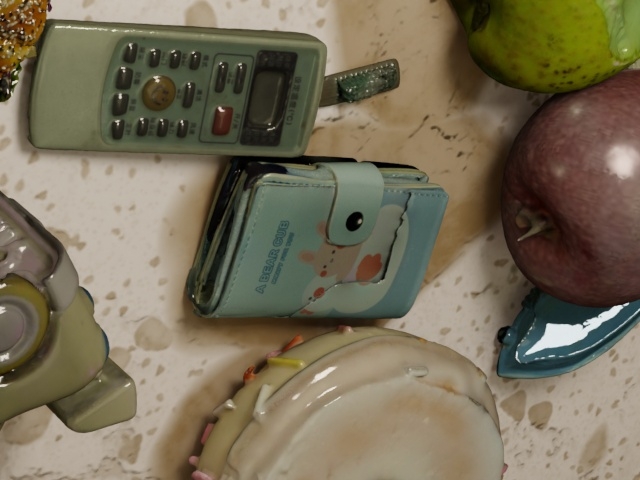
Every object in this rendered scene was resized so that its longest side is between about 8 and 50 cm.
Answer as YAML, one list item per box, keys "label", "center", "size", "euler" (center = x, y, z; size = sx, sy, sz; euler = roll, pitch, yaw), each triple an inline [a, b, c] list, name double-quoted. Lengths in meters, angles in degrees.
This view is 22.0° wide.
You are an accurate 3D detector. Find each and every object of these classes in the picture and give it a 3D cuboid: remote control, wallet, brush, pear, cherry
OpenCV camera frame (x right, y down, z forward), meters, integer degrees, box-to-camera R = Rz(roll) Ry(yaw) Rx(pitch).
- label: "remote control"
  center: [-0.129, -0.136, 1.500]
  size: [0.285, 0.038, 0.123]
  euler: [1, 112, -32]
- label: "wallet"
  center: [0.000, 0.000, 1.655]
  size: [0.250, 0.075, 0.176]
  euler: [2, 117, -36]
- label: "brush"
  center: [0.003, -0.141, 1.613]
  size: [0.190, 0.027, 0.034]
  euler: [-16, 119, -28]
- label: "pear"
  center: [0.251, -0.281, 1.630]
  size: [0.282, 0.176, 0.286]
  euler: [-49, 130, -3]
- label: "cherry"
  center: [0.318, -0.060, 1.760]
  size: [0.307, 0.221, 0.261]
  euler: [-37, 150, -32]

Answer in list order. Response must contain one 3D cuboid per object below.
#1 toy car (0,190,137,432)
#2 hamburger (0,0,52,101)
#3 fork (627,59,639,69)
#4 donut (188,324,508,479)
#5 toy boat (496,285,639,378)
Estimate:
- label: "toy car"
  center: [-0.350, 0.124, 1.355]
  size: [0.336, 0.242, 0.226]
  euler: [-36, 132, -18]
- label: "hamburger"
  center: [-0.288, -0.189, 1.331]
  size: [0.164, 0.093, 0.190]
  euler: [-31, 129, -21]
- label: "fork"
  center: [0.367, -0.249, 1.823]
  size: [0.034, 0.028, 0.220]
  euler: [6, 109, -34]
- label: "donut"
  center: [0.021, 0.259, 1.753]
  size: [0.382, 0.142, 0.383]
  euler: [-16, 120, -29]
- label: "toy boat"
  center: [0.298, 0.083, 1.909]
  size: [0.238, 0.109, 0.098]
  euler: [-35, 174, -8]
